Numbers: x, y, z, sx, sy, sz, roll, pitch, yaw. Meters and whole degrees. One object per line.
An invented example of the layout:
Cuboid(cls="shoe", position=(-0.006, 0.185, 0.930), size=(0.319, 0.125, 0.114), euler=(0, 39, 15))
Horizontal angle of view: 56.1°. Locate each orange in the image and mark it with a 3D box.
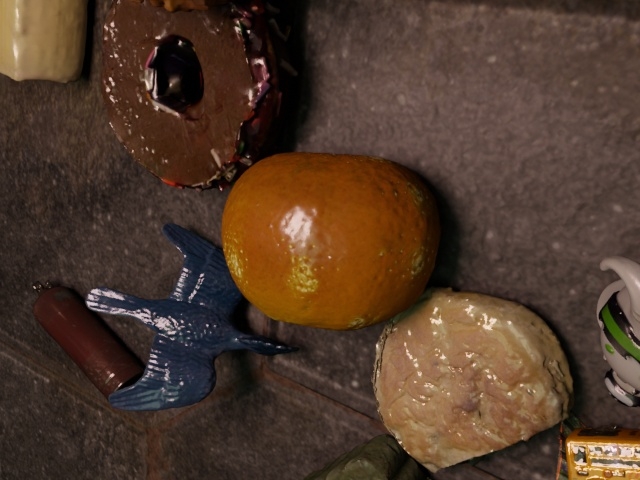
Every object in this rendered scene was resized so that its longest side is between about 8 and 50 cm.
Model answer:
Cuboid(cls="orange", position=(-0.005, 0.000, 0.610), size=(0.237, 0.158, 0.179), euler=(10, 103, 33))

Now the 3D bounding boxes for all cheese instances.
Cuboid(cls="cheese", position=(-0.422, -0.375, 0.808), size=(0.242, 0.124, 0.266), euler=(25, 115, 22))

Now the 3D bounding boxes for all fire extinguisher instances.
Cuboid(cls="fire extinguisher", position=(-0.389, 0.150, 0.971), size=(0.267, 0.072, 0.089), euler=(40, 158, 18))

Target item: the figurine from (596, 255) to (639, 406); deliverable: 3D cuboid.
Cuboid(cls="figurine", position=(0.281, 0.058, 0.468), size=(0.147, 0.126, 0.193), euler=(-120, 37, -50))

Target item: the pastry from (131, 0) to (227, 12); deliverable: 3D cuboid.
Cuboid(cls="pastry", position=(-0.111, -0.385, 0.481), size=(0.337, 0.292, 0.405), euler=(13, 90, 2))

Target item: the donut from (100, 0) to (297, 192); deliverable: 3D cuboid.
Cuboid(cls="donut", position=(-0.141, -0.187, 0.686), size=(0.269, 0.103, 0.270), euler=(11, 111, 30))

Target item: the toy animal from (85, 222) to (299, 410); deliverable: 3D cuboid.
Cuboid(cls="toy animal", position=(-0.162, 0.101, 0.757), size=(0.176, 0.255, 0.239), euler=(-32, 43, 59))

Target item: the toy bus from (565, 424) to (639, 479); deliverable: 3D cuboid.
Cuboid(cls="toy bus", position=(0.301, 0.200, 0.515), size=(0.162, 0.069, 0.074), euler=(-10, 81, 34))

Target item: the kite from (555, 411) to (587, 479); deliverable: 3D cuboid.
Cuboid(cls="kite", position=(0.267, 0.289, 0.602), size=(0.183, 0.014, 0.241), euler=(14, 112, 31))

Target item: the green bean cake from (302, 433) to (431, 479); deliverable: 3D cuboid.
Cuboid(cls="green bean cake", position=(0.065, 0.339, 0.701), size=(0.185, 0.094, 0.183), euler=(-44, 77, 34))

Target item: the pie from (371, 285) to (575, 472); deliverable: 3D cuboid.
Cuboid(cls="pie", position=(0.140, 0.138, 0.620), size=(0.218, 0.052, 0.185), euler=(-38, 83, 37))
